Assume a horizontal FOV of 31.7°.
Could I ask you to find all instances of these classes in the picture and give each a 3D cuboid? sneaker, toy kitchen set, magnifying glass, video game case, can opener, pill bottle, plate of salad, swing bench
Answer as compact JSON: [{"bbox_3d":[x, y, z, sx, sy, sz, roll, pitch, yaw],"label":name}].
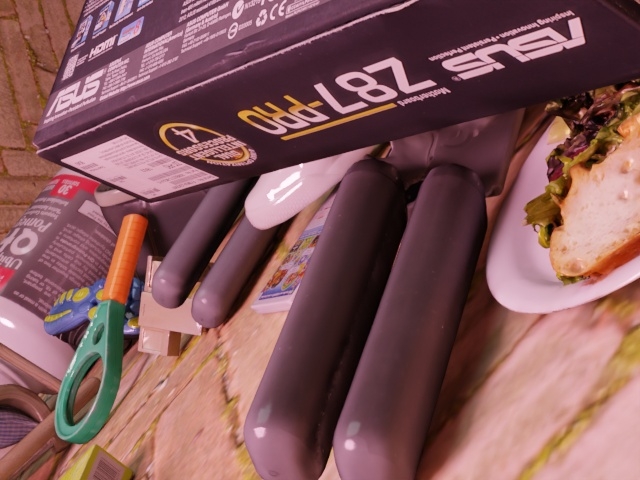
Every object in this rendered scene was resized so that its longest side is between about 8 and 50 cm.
[{"bbox_3d":[0.006,-0.101,0.848,0.212,0.094,0.080,-42,9,17],"label":"sneaker"},{"bbox_3d":[-0.218,0.084,1.192,0.188,0.078,0.067,-11,50,47],"label":"sneaker"},{"bbox_3d":[-0.107,0.060,0.986,0.068,0.075,0.083,6,89,32],"label":"toy kitchen set"},{"bbox_3d":[-0.209,0.083,1.093,0.092,0.026,0.231,-15,55,51],"label":"magnifying glass"},{"bbox_3d":[0.000,0.000,0.806,0.122,0.011,0.087,-55,14,-17],"label":"video game case"},{"bbox_3d":[-0.055,-0.034,0.986,0.093,0.074,0.280,107,-171,-49],"label":"can opener"},{"bbox_3d":[-0.332,0.074,1.371,0.176,0.176,0.318,-31,24,57],"label":"pill bottle"},{"bbox_3d":[-0.112,-0.035,1.169,0.222,0.118,0.083,-14,25,19],"label":"sneaker"},{"bbox_3d":[0.128,-0.057,0.441,0.200,0.048,0.200,-48,13,15],"label":"plate of salad"},{"bbox_3d":[0.045,0.009,0.538,0.076,0.095,0.283,5,47,19],"label":"can opener"},{"bbox_3d":[-0.379,0.244,1.109,0.253,0.165,0.255,-41,21,35],"label":"swing bench"}]

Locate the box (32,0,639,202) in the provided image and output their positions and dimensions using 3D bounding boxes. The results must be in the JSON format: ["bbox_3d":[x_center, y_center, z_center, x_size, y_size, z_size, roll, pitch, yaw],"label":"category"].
[{"bbox_3d":[0.016,-0.199,0.560,0.395,0.097,0.318,-11,61,52],"label":"box"}]

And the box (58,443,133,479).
[{"bbox_3d":[-0.210,0.237,0.801,0.178,0.042,0.109,-46,13,19],"label":"box"}]
